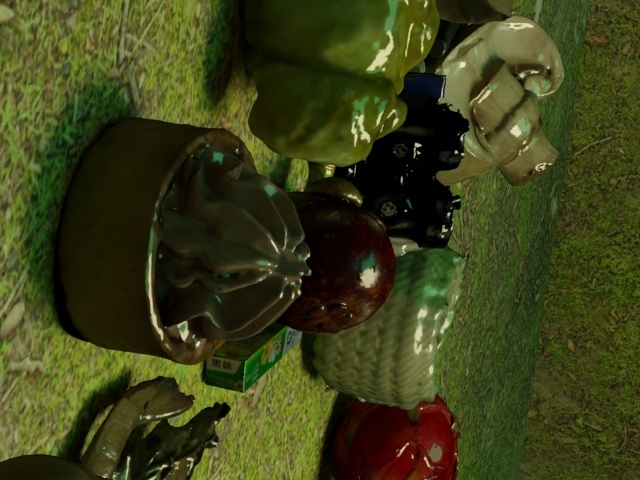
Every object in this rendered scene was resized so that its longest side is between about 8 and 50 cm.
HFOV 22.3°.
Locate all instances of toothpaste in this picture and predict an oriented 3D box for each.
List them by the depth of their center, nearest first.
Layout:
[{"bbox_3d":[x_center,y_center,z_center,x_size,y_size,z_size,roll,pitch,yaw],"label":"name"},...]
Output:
[{"bbox_3d":[-0.066,0.107,1.645,0.178,0.043,0.037,-38,135,-66],"label":"toothpaste"}]

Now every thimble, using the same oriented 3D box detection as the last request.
[{"bbox_3d":[0.083,0.091,1.939,0.219,0.150,0.219,14,90,-79],"label":"thimble"}]

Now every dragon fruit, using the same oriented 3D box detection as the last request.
[{"bbox_3d":[0.100,0.273,2.115,0.172,0.172,0.209,84,22,-48],"label":"dragon fruit"}]

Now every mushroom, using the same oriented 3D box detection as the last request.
[{"bbox_3d":[0.191,-0.156,2.049,0.195,0.189,0.253,52,58,-13],"label":"mushroom"}]

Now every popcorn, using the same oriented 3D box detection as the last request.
[{"bbox_3d":[0.026,-0.210,1.502,0.225,0.174,0.286,0,102,-82],"label":"popcorn"}]

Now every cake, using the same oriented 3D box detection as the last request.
[{"bbox_3d":[-0.089,0.006,1.251,0.207,0.178,0.185,61,43,-71],"label":"cake"}]

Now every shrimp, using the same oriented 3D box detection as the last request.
[{"bbox_3d":[-0.155,0.181,1.371,0.254,0.059,0.145,-55,143,-44],"label":"shrimp"}]

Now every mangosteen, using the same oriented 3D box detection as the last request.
[{"bbox_3d":[-0.007,0.010,1.656,0.146,0.181,0.156,-37,144,7],"label":"mangosteen"}]

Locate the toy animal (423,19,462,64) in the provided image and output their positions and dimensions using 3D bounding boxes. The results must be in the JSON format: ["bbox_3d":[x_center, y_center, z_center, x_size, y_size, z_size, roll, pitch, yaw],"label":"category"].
[{"bbox_3d":[0.134,-0.344,1.945,0.137,0.082,0.269,-42,138,-69],"label":"toy animal"}]

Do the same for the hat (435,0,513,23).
[{"bbox_3d":[0.157,-0.344,1.827,0.144,0.166,0.173,18,88,-52],"label":"hat"}]

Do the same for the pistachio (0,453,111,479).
[{"bbox_3d":[-0.219,0.263,1.047,0.166,0.197,0.288,47,57,-18],"label":"pistachio"}]

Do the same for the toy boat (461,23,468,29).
[{"bbox_3d":[0.174,-0.344,2.100,0.207,0.079,0.134,118,-10,-77],"label":"toy boat"}]

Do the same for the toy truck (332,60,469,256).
[{"bbox_3d":[0.072,-0.096,1.832,0.177,0.161,0.213,-101,-163,-68],"label":"toy truck"}]
